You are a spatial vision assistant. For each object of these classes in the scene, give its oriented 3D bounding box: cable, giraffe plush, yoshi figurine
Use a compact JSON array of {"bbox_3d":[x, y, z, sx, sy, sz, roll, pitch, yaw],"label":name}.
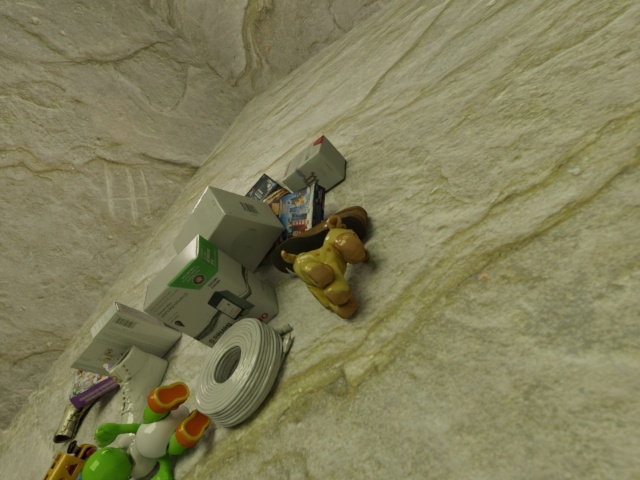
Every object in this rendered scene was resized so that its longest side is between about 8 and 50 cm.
[{"bbox_3d":[-0.201,0.316,1.012,0.257,0.089,0.257,-23,37,40],"label":"cable"},{"bbox_3d":[0.035,0.046,0.942,0.170,0.182,0.210,-43,43,-15],"label":"giraffe plush"},{"bbox_3d":[-0.450,0.517,1.016,0.362,0.202,0.204,-44,36,22],"label":"yoshi figurine"}]

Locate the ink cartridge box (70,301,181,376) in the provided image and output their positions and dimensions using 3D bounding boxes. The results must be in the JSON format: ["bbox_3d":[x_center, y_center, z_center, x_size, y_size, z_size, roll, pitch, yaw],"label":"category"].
[{"bbox_3d":[-0.663,0.360,1.427,0.239,0.275,0.060,-48,47,1],"label":"ink cartridge box"}]

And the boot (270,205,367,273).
[{"bbox_3d":[0.000,0.000,1.132,0.305,0.112,0.115,-26,18,26],"label":"boot"}]

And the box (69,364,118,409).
[{"bbox_3d":[-0.906,0.540,1.703,0.200,0.057,0.293,-29,23,-17],"label":"box"}]

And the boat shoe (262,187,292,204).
[{"bbox_3d":[-0.183,-0.023,1.402,0.324,0.122,0.120,-53,35,6],"label":"boat shoe"}]

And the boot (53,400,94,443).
[{"bbox_3d":[-0.989,0.708,1.675,0.213,0.077,0.165,-38,31,21],"label":"boot"}]

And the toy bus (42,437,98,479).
[{"bbox_3d":[-0.843,0.745,1.383,0.191,0.104,0.202,-47,28,3],"label":"toy bus"}]

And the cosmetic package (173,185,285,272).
[{"bbox_3d":[-0.270,-0.013,1.222,0.225,0.224,0.138,-53,53,19],"label":"cosmetic package"}]

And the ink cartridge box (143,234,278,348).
[{"bbox_3d":[-0.287,0.158,1.123,0.211,0.289,0.122,-43,32,11],"label":"ink cartridge box"}]

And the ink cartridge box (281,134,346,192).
[{"bbox_3d":[-0.021,-0.236,1.402,0.176,0.127,0.128,-31,29,30],"label":"ink cartridge box"}]

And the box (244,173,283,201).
[{"bbox_3d":[-0.250,-0.179,1.737,0.183,0.059,0.232,-49,28,1],"label":"box"}]

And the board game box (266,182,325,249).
[{"bbox_3d":[-0.085,-0.065,1.271,0.193,0.060,0.195,-3,78,35],"label":"board game box"}]

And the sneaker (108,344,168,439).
[{"bbox_3d":[-0.618,0.483,1.322,0.108,0.169,0.293,-31,34,27],"label":"sneaker"}]
